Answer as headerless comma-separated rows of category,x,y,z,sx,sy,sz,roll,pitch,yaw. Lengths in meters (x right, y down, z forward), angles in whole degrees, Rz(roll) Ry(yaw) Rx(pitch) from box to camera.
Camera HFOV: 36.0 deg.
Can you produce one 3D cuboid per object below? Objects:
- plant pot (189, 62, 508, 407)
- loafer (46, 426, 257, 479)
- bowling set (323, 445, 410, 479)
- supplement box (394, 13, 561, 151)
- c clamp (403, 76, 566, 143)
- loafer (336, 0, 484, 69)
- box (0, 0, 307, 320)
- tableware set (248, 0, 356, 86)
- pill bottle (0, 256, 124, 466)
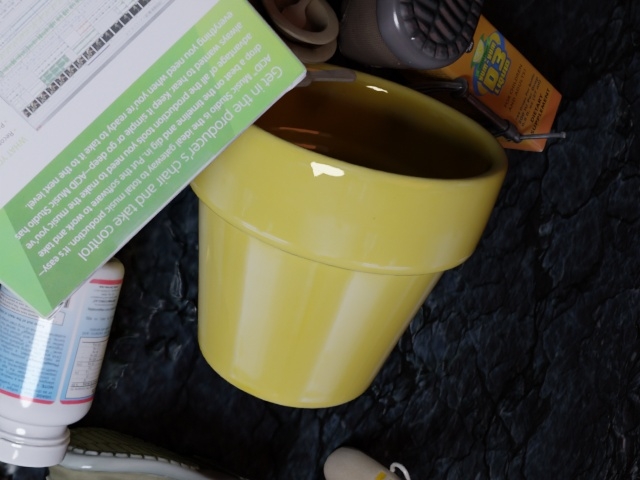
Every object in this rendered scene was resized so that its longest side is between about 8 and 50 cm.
plant pot,0.000,0.000,0.833,0.254,0.254,0.239,-9,124,-44
loafer,-0.140,0.229,0.860,0.251,0.094,0.087,31,76,-47
bowling set,-0.003,0.368,1.008,0.200,0.154,0.287,0,103,-46
supplement box,0.166,-0.174,1.052,0.233,0.080,0.078,27,82,-45
c clamp,0.153,-0.132,1.016,0.161,0.137,0.022,23,69,-42
loafer,0.098,-0.306,0.908,0.134,0.130,0.366,43,58,-31
box,-0.196,-0.139,0.575,0.232,0.058,0.322,-43,112,0
tableware set,-0.055,-0.183,0.785,0.194,0.128,0.039,-11,154,-44
pill bottle,-0.207,0.083,0.744,0.087,0.087,0.160,11,96,-47
